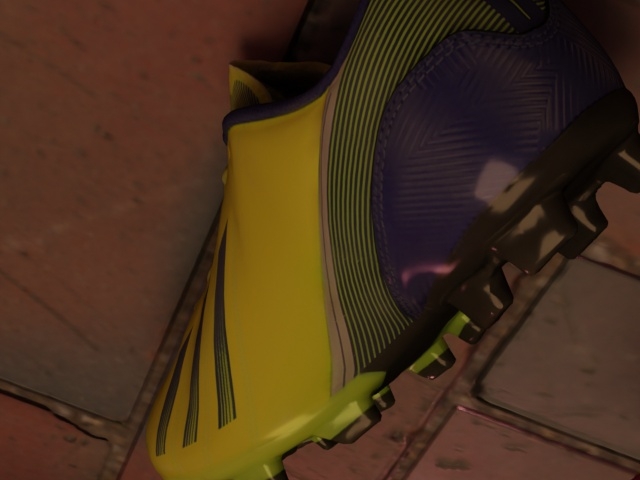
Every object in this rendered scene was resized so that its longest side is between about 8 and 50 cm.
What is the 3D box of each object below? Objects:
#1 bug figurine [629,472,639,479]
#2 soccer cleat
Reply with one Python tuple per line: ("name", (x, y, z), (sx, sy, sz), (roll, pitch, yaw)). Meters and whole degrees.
("bug figurine", (0.220, 0.086, 0.581), (0.216, 0.072, 0.279), (26, 128, -4))
("soccer cleat", (0.001, -0.001, 0.607), (0.121, 0.093, 0.289), (51, 143, 7))
